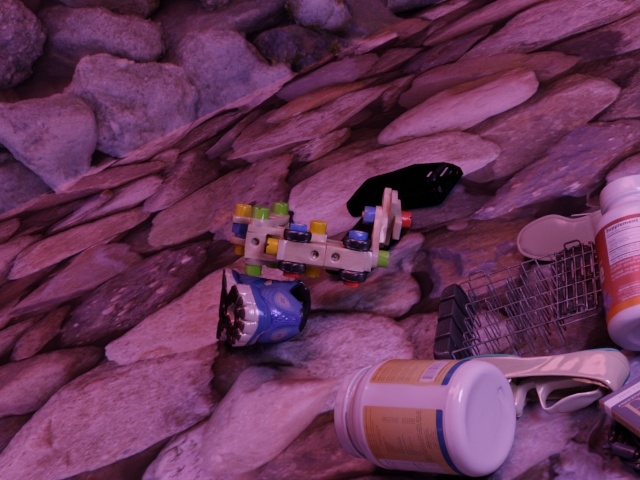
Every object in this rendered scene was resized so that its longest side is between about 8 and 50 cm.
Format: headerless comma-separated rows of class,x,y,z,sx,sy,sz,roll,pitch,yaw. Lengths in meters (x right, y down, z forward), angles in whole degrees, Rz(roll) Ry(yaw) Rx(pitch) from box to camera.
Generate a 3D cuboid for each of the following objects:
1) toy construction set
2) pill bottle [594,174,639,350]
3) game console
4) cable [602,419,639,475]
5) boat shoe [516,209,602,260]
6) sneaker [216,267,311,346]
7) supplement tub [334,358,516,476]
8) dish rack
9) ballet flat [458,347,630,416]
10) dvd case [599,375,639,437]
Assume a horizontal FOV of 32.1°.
toy construction set,0.000,0.000,1.927,0.328,0.151,0.215,-6,7,1
pill bottle,0.426,0.027,1.462,0.121,0.121,0.216,-15,54,23
game console,0.115,-0.042,2.121,0.213,0.044,0.361,-8,29,39
cable,0.424,0.206,1.286,0.184,0.047,0.150,-36,26,-24
boat shoe,0.411,-0.007,1.753,0.206,0.075,0.065,-15,-18,36
sneaker,-0.098,0.124,1.917,0.147,0.129,0.330,6,5,-13
supplement tub,0.132,0.223,1.422,0.200,0.144,0.144,-4,32,40
dish rack,0.289,0.099,1.595,0.272,0.074,0.208,-21,25,21
ballet flat,0.275,0.189,1.444,0.248,0.086,0.086,-11,28,30
dvd case,0.444,0.195,1.237,0.165,0.018,0.221,-26,30,-15
